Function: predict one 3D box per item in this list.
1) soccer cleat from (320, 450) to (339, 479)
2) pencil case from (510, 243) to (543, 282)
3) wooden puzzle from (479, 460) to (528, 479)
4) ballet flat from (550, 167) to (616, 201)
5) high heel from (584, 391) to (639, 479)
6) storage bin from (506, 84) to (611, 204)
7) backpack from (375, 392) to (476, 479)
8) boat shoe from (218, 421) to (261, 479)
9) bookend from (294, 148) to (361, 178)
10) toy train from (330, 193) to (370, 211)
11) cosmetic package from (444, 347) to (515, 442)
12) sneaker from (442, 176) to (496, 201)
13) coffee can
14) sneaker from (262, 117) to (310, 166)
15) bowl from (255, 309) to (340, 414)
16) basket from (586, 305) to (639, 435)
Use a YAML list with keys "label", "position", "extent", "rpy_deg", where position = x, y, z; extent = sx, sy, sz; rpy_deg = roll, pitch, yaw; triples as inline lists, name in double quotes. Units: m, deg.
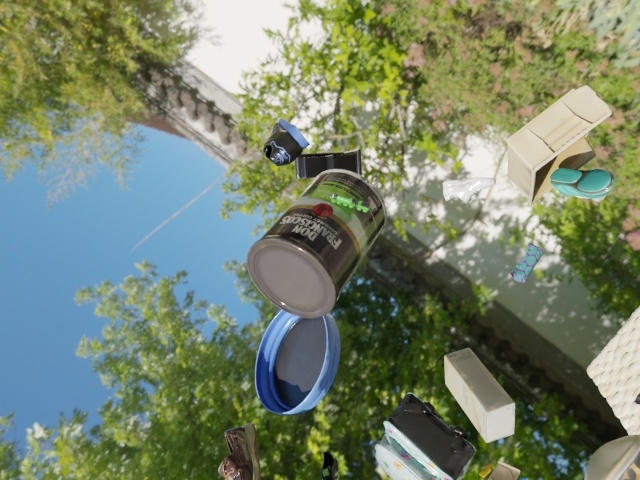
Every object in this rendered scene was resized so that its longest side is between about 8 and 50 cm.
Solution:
- label: "soccer cleat"
  position: [0.025, 0.678, 1.454]
  extent: [0.178, 0.060, 0.072]
  rpy_deg: [-93, -21, -55]
- label: "pencil case"
  position: [0.826, 0.091, 2.087]
  extent: [0.070, 0.151, 0.064]
  rpy_deg: [32, 172, 37]
- label: "wooden puzzle"
  position: [0.508, 0.655, 1.441]
  extent: [0.116, 0.078, 0.014]
  rpy_deg: [16, 142, 53]
- label: "ballet flat"
  position: [0.730, -0.149, 1.416]
  extent: [0.087, 0.083, 0.247]
  rpy_deg: [38, -177, -15]
- label: "high heel"
  position: [0.490, 0.354, 0.736]
  extent: [0.261, 0.093, 0.186]
  rpy_deg: [-32, -102, -32]
- label: "storage bin"
  position: [0.665, -0.264, 1.471]
  extent: [0.123, 0.260, 0.262]
  rpy_deg: [56, -173, 25]
- label: "backpack"
  position: [0.193, 0.402, 0.985]
  extent: [0.166, 0.144, 0.188]
  rpy_deg: [33, 161, 27]
- label: "boat shoe"
  position: [-0.244, 0.692, 1.564]
  extent: [0.123, 0.123, 0.342]
  rpy_deg: [-3, -153, -10]
- label: "bookend"
  position: [0.018, -0.214, 1.467]
  extent: [0.157, 0.072, 0.156]
  rpy_deg: [-5, -172, -12]
- label: "toy train"
  position: [0.060, -0.077, 1.047]
  extent: [0.083, 0.017, 0.023]
  rpy_deg: [17, 161, 1]
- label: "cosmetic package"
  position: [0.573, 0.556, 1.900]
  extent: [0.309, 0.113, 0.160]
  rpy_deg: [-120, 17, -61]
- label: "sneaker"
  position: [0.604, -0.203, 2.109]
  extent: [0.212, 0.094, 0.080]
  rpy_deg: [-5, 173, 32]
- label: "coffee can"
  position: [0.000, 0.000, 1.115]
  extent: [0.202, 0.201, 0.275]
  rpy_deg: [38, -133, 0]
- label: "sneaker"
  position: [-0.093, -0.222, 1.197]
  extent: [0.081, 0.090, 0.232]
  rpy_deg: [50, 180, -17]
- label: "bowl"
  position: [-0.080, 0.400, 1.779]
  extent: [0.077, 0.391, 0.391]
  rpy_deg: [27, -160, -34]
- label: "basket"
  position: [0.891, 0.338, 1.249]
  extent: [0.267, 0.331, 0.328]
  rpy_deg: [2, -140, -16]
